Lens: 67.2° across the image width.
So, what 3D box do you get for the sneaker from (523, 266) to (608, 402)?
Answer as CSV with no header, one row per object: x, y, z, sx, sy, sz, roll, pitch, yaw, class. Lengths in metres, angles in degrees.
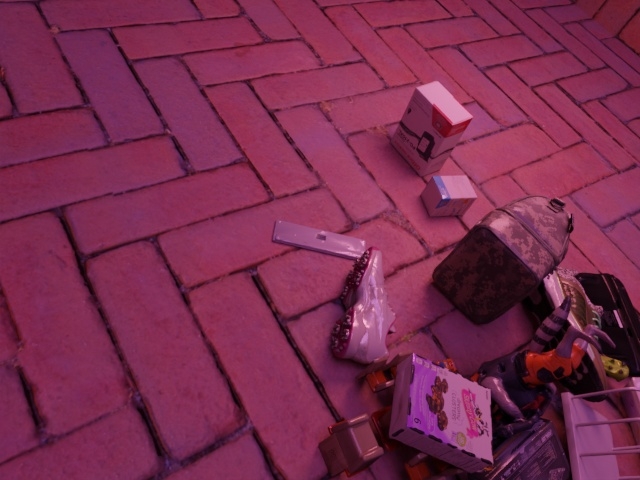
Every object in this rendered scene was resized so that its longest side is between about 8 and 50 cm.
0.673,0.209,1.252,0.182,0.158,0.410,-1,52,-7,sneaker

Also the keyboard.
0.000,0.000,1.304,0.256,0.014,0.072,13,48,-9,keyboard

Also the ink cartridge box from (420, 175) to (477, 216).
0.399,-0.136,1.475,0.143,0.092,0.090,-4,57,-19,ink cartridge box

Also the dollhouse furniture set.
0.139,0.398,1.016,0.259,0.135,0.262,-6,57,-35,dollhouse furniture set

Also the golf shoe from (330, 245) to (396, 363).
0.122,0.160,1.178,0.140,0.115,0.306,24,58,-12,golf shoe

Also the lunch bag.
0.480,0.036,1.246,0.212,0.305,0.256,45,56,15,lunch bag

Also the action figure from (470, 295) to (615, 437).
0.477,0.283,1.092,0.179,0.330,0.341,56,27,16,action figure

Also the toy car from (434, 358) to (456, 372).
0.306,0.334,1.143,0.060,0.040,0.122,9,53,-12,toy car

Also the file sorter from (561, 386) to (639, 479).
0.666,0.481,1.034,0.193,0.173,0.278,34,47,-26,file sorter

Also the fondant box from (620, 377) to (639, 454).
0.942,0.460,1.156,0.330,0.096,0.238,-1,54,6,fondant box

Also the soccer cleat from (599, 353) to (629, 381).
0.716,0.316,1.280,0.179,0.072,0.060,29,62,31,soccer cleat

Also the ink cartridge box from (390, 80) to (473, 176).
0.340,-0.345,1.514,0.100,0.237,0.172,-25,66,-28,ink cartridge box

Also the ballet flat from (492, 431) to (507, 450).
0.393,0.460,1.072,0.203,0.074,0.074,6,54,-21,ballet flat

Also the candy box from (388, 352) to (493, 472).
0.246,0.346,0.974,0.196,0.070,0.165,26,44,-9,candy box

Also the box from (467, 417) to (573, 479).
0.427,0.509,1.001,0.231,0.056,0.183,-24,94,-30,box

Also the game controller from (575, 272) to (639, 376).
0.832,0.231,1.384,0.166,0.067,0.319,0,54,0,game controller
